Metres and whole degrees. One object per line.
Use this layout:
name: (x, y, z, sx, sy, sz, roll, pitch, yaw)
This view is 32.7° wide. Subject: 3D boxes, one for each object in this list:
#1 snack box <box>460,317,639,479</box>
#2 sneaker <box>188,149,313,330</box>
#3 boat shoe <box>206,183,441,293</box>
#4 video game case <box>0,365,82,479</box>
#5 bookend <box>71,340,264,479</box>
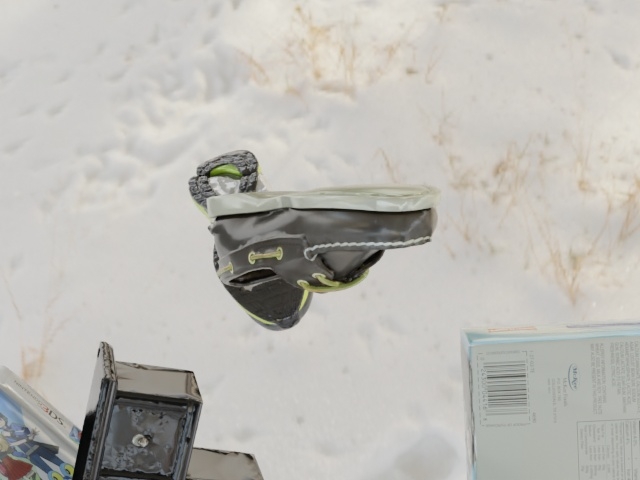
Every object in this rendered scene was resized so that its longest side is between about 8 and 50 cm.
snack box: (0.195, 0.214, 0.724, 0.187, 0.060, 0.322, -3, 96, 2)
sneaker: (-0.062, 0.009, 1.247, 0.111, 0.121, 0.300, -28, 37, 3)
boat shoe: (0.000, 0.000, 0.708, 0.081, 0.227, 0.069, -4, 92, -32)
video game case: (-0.284, 0.311, 1.004, 0.329, 0.300, 0.036, -41, 14, 19)
bookend: (-0.105, 0.173, 0.835, 0.157, 0.156, 0.072, 11, 14, -17)
